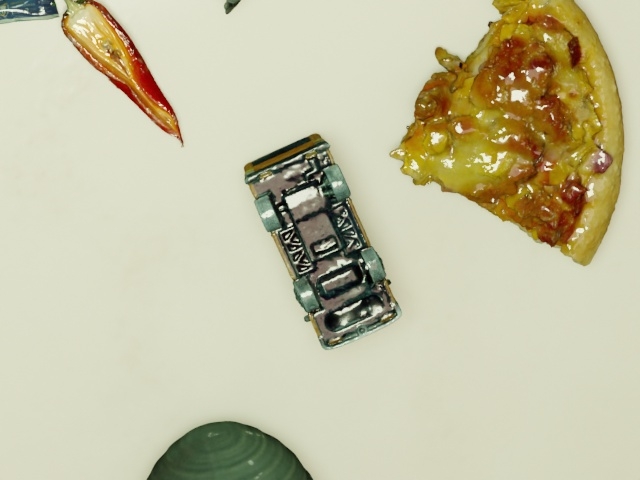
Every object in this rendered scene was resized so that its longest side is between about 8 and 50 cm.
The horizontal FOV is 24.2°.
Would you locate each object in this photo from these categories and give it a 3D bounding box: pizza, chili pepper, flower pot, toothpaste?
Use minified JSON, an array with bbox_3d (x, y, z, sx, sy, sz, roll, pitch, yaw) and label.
[{"bbox_3d":[0.177,-0.097,1.402,0.229,0.081,0.289,-10,111,-5],"label":"pizza"},{"bbox_3d":[-0.176,-0.156,1.356,0.045,0.027,0.178,-38,109,9],"label":"chili pepper"},{"bbox_3d":[-0.083,0.297,1.449,0.189,0.157,0.243,-13,111,-6],"label":"flower pot"},{"bbox_3d":[-0.276,-0.204,1.330,0.083,0.019,0.027,-12,92,-9],"label":"toothpaste"}]

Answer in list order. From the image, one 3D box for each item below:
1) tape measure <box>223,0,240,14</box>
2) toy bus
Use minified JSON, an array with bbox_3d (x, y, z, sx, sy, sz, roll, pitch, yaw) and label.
[{"bbox_3d":[-0.153,-0.354,1.264,0.330,0.084,0.164,42,95,-20],"label":"tape measure"},{"bbox_3d":[0.000,0.000,1.394,0.091,0.103,0.182,-24,104,0],"label":"toy bus"}]
